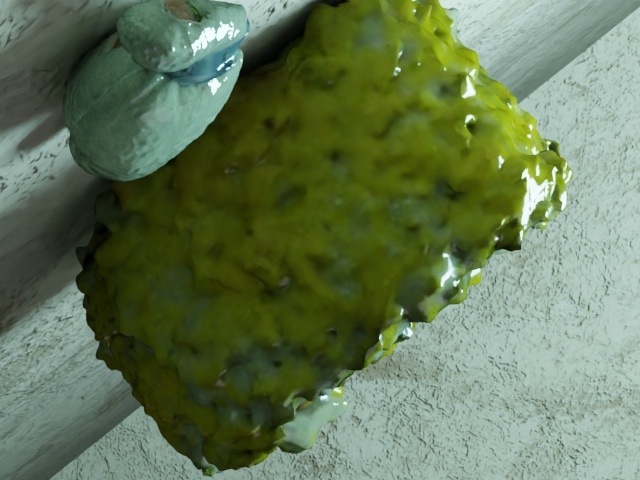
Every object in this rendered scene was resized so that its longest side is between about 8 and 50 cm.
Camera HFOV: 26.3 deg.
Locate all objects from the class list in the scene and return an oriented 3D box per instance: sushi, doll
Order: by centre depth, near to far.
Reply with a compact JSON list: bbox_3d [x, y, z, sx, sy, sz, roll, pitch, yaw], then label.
[{"bbox_3d":[-0.089,-0.079,0.729,0.103,0.071,0.214,-34,177,-19],"label":"doll"},{"bbox_3d":[0.000,0.000,1.091,0.396,0.240,0.351,-41,173,7],"label":"sushi"}]
